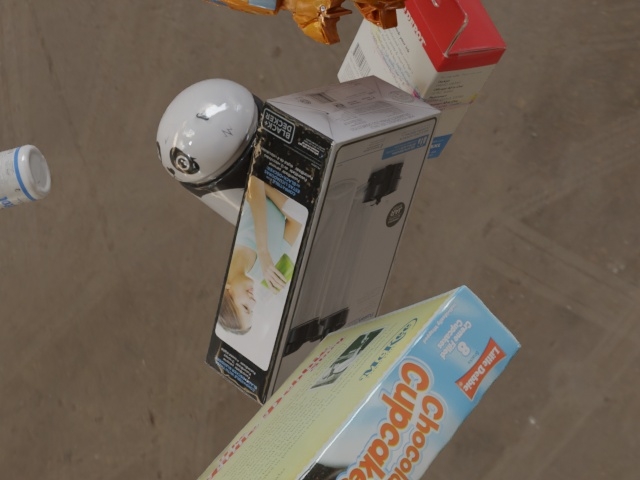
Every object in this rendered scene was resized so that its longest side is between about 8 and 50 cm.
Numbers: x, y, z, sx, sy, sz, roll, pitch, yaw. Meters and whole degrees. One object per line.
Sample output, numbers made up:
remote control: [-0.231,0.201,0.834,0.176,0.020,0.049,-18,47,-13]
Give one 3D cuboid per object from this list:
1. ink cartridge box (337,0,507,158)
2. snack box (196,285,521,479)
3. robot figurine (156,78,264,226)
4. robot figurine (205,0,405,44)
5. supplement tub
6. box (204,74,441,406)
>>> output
ink cartridge box: [0.108,-0.199,1.170,0.078,0.134,0.231,-11,153,-27]
snack box: [-0.034,0.167,0.673,0.060,0.187,0.322,48,63,-8]
robot figurine: [-0.114,-0.114,1.665,0.209,0.173,0.278,-29,134,25]
robot figurine: [-0.073,-0.262,1.049,0.211,0.291,0.085,-26,132,-52]
supplement tub: [-0.399,-0.074,1.414,0.107,0.071,0.071,-14,114,11]
box: [0.000,0.000,1.085,0.169,0.087,0.290,-20,135,-48]
